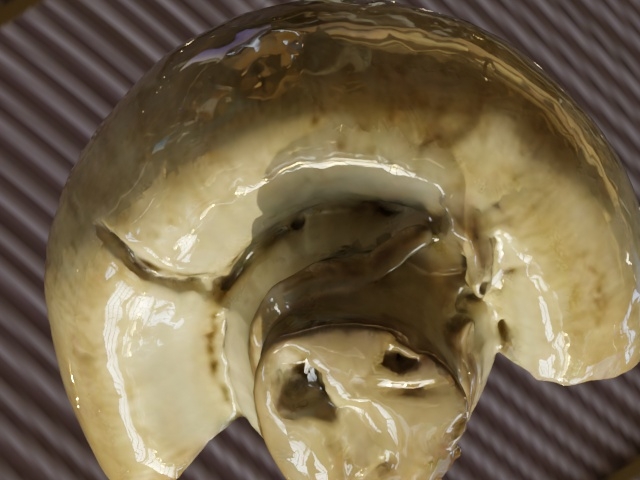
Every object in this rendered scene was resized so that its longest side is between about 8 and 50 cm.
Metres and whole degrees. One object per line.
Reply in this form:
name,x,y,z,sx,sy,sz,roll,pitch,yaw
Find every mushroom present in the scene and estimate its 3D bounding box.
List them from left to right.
mushroom,0.000,0.000,0.783,0.195,0.253,0.189,-86,-24,-71
